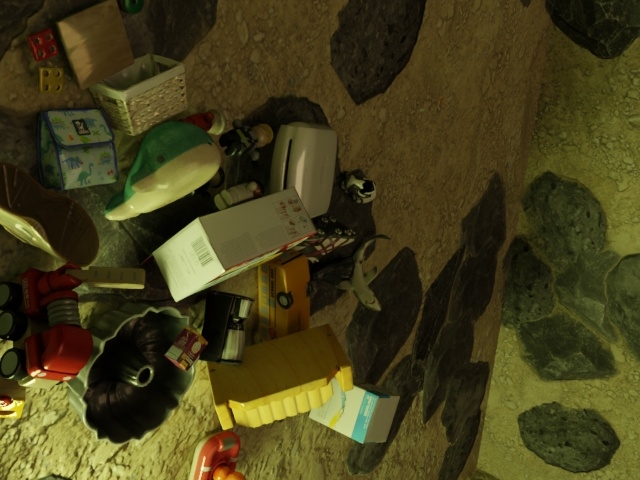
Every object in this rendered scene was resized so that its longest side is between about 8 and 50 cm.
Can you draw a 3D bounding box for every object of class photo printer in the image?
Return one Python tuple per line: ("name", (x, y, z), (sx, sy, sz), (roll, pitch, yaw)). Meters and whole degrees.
("photo printer", (-0.045, -0.180, 1.857), (0.307, 0.107, 0.255), (-24, 122, -74))

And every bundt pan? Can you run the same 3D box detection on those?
("bundt pan", (-0.435, 0.282, 1.615), (0.331, 0.124, 0.330), (-31, 131, -44))

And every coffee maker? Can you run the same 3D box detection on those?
("coffee maker", (-0.264, 0.217, 1.811), (0.171, 0.120, 0.178), (11, 83, -28))

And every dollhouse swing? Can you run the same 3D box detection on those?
("dollhouse swing", (-0.094, 0.433, 1.914), (0.347, 0.315, 0.304), (-15, 115, -9))

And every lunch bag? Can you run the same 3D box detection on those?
("lunch bag", (-0.468, -0.178, 1.373), (0.129, 0.096, 0.151), (-16, 105, -48))

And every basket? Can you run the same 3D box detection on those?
("basket", (-0.362, -0.295, 1.441), (0.167, 0.113, 0.103), (-38, 138, -39))

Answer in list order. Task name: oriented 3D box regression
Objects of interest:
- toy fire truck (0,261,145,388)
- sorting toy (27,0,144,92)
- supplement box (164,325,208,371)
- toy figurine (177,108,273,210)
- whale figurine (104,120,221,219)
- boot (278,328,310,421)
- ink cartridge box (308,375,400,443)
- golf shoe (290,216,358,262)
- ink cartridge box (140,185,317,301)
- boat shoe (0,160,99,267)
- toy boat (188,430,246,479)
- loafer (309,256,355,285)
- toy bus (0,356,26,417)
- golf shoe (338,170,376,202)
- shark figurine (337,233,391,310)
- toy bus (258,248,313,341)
("toy fire truck", (-0.463, 0.138, 1.345), (0.246, 0.217, 0.158), (-30, 151, 19))
("sorting toy", (-0.439, -0.370, 1.350), (0.274, 0.046, 0.132), (-42, 137, -36))
("supplement box", (-0.305, 0.246, 1.631), (0.083, 0.043, 0.055), (-55, 144, -21))
("toy figurine", (-0.219, -0.182, 1.612), (0.148, 0.210, 0.212), (-27, 128, -53))
("whale figurine", (-0.340, -0.145, 1.479), (0.141, 0.272, 0.216), (59, 21, 0))
("boot", (-0.086, 0.405, 2.201), (0.229, 0.091, 0.262), (-34, 130, -41))
("ink cartridge box", (0.114, 0.566, 2.438), (0.171, 0.233, 0.168), (19, 88, -56))
("golf shoe", (0.000, 0.000, 2.136), (0.273, 0.105, 0.120), (-4, 127, -49))
("ink cartridge box", (-0.212, 0.016, 1.653), (0.310, 0.272, 0.130), (-24, 85, -47))
("boat shoe", (-0.537, -0.047, 1.334), (0.302, 0.098, 0.109), (48, 53, -51))
("toy boat", (-0.273, 0.662, 2.009), (0.151, 0.151, 0.230), (0, 106, -54))
("loafer", (0.040, 0.104, 2.232), (0.223, 0.076, 0.078), (-15, 94, -55))
("toy bus", (-0.645, 0.276, 1.325), (0.191, 0.202, 0.104), (-39, 166, -48))
("golf shoe", (0.138, -0.154, 2.238), (0.198, 0.094, 0.077), (18, 90, -58))
("shark figurine", (0.137, 0.094, 2.385), (0.116, 0.166, 0.278), (84, 15, -72))
("toy bus", (-0.103, 0.194, 2.034), (0.108, 0.130, 0.332), (-28, 128, -47))
